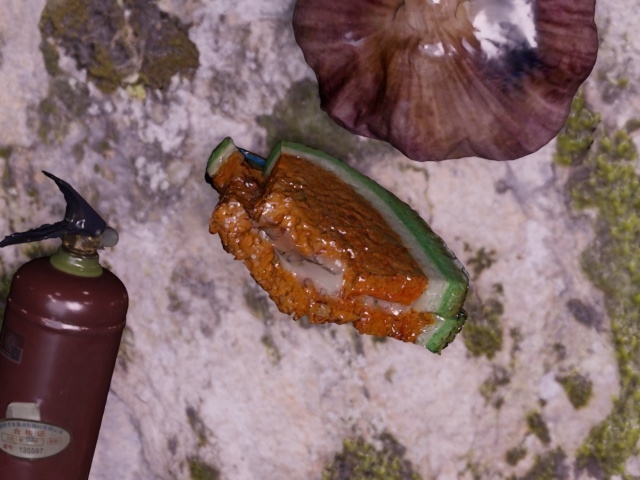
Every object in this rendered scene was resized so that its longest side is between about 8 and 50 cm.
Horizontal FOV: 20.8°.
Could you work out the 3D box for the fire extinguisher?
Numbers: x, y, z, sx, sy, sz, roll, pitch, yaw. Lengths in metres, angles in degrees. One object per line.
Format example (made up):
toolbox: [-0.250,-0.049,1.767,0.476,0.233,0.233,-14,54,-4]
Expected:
fire extinguisher: [-0.235,0.104,1.456,0.102,0.138,0.344,26,110,37]

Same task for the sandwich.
sandwich: [0.003,-0.008,1.357,0.235,0.159,0.079,44,116,27]

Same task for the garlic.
garlic: [0.088,-0.166,1.289,0.245,0.160,0.245,4,102,17]
